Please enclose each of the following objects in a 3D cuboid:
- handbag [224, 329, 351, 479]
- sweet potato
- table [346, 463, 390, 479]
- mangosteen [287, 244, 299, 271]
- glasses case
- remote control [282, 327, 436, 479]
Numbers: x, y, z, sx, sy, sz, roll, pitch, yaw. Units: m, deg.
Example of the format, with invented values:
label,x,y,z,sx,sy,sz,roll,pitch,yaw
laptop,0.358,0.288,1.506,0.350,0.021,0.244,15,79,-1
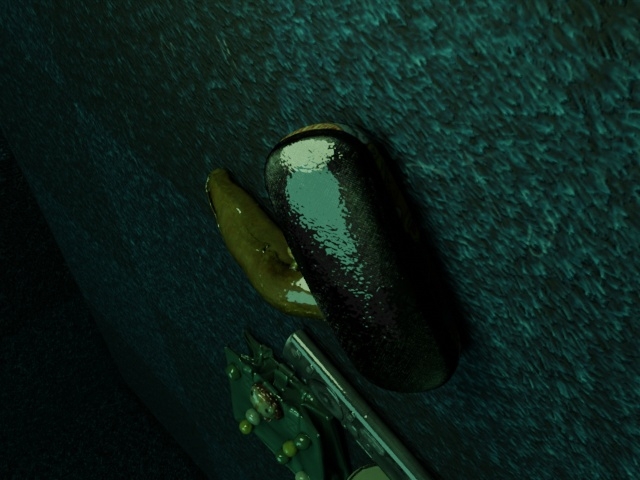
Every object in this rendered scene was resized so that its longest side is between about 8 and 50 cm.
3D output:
label,x,y,z,sx,sy,sz,roll,pitch,yaw
handbag,-0.073,0.334,1.550,0.268,0.100,0.274,40,154,32
sweet potato,-0.065,0.007,1.113,0.286,0.085,0.112,51,126,34
table,0.085,0.461,1.392,0.126,0.126,0.220,45,156,19
mangosteen,0.003,-0.001,0.953,0.081,0.081,0.081,42,155,25
glasses case,0.047,0.028,0.867,0.122,0.082,0.321,-12,117,30
remote control,0.077,0.295,1.280,0.377,0.044,0.107,47,153,14
